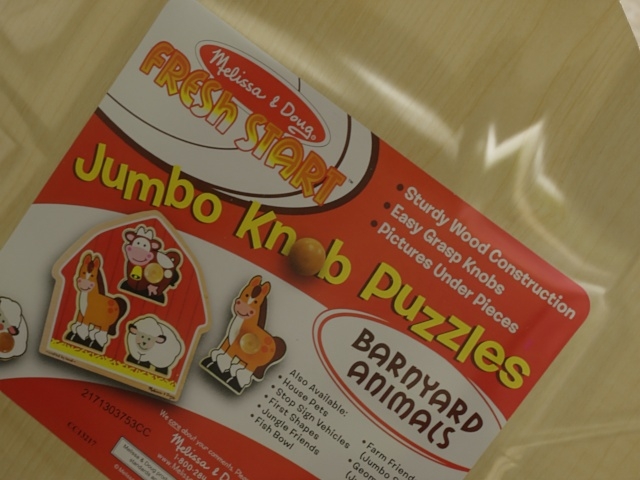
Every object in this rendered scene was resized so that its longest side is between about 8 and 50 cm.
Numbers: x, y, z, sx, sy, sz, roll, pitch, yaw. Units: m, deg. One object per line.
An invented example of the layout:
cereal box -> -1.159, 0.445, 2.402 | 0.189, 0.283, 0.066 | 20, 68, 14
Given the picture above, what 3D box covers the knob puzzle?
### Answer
knob puzzle -> 0.000, 0.000, 0.377 | 0.213, 0.213, 0.030 | 39, 11, 9
